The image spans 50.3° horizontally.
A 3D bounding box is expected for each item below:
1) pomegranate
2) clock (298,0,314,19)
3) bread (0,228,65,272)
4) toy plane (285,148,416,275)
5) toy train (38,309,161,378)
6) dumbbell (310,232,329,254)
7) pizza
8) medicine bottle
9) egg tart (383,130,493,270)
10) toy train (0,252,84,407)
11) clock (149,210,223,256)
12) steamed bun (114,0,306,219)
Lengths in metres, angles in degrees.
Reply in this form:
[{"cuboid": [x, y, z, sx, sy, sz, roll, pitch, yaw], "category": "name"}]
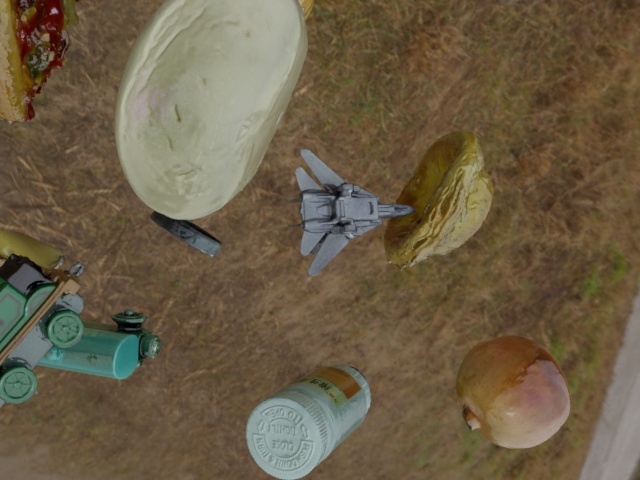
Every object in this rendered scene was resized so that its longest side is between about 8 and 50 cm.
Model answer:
[{"cuboid": [0.321, 0.255, 1.148, 0.191, 0.191, 0.191, -25, 142, -21], "category": "pomegranate"}, {"cuboid": [-0.145, -0.610, 1.544, 0.244, 0.317, 0.200, -41, 169, 6], "category": "clock"}, {"cuboid": [-0.709, 0.053, 1.473, 0.262, 0.204, 0.162, 21, 90, -11], "category": "bread"}, {"cuboid": [0.074, -0.051, 1.174, 0.267, 0.088, 0.212, -2, 87, -30], "category": "toy plane"}, {"cuboid": [-0.385, 0.161, 1.076, 0.159, 0.248, 0.101, -26, 121, -78], "category": "toy train"}, {"cuboid": [0.000, 0.000, 1.498, 0.083, 0.040, 0.036, -44, 164, -56], "category": "dumbbell"}, {"cuboid": [-0.457, -0.445, 1.129, 0.130, 0.406, 0.439, 9, 121, 1], "category": "pizza"}, {"cuboid": [-0.010, 0.353, 1.386, 0.158, 0.158, 0.318, -52, 164, 16], "category": "medicine bottle"}, {"cuboid": [0.242, -0.067, 1.346, 0.128, 0.319, 0.319, 29, 112, -10], "category": "egg tart"}, {"cuboid": [-0.370, 0.103, 0.790, 0.136, 0.091, 0.227, 45, 72, -30], "category": "toy train"}, {"cuboid": [-0.385, -0.029, 1.968, 0.049, 0.226, 0.226, -59, 144, 0], "category": "clock"}, {"cuboid": [-0.213, -0.284, 1.264, 0.290, 0.371, 0.455, 25, 105, -5], "category": "steamed bun"}]
